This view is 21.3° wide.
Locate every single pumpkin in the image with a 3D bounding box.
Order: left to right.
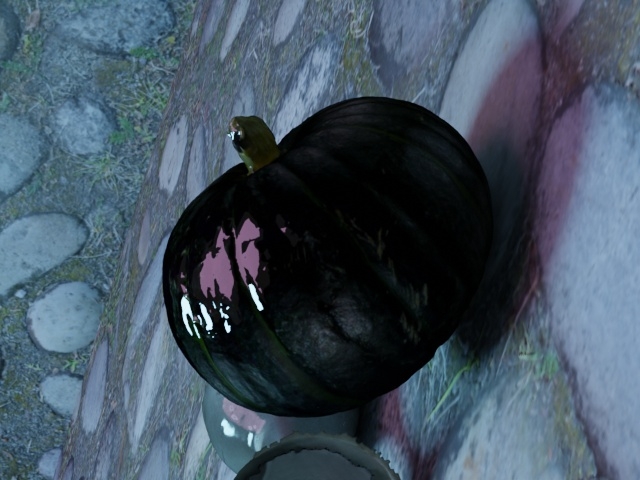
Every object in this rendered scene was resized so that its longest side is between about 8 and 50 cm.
[{"bbox_3d":[0.000,0.000,1.198,0.250,0.216,0.250,-29,15,8],"label":"pumpkin"}]

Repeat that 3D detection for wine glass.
[{"bbox_3d":[-0.022,0.154,1.353,0.321,0.143,0.143,-115,40,-71],"label":"wine glass"}]
